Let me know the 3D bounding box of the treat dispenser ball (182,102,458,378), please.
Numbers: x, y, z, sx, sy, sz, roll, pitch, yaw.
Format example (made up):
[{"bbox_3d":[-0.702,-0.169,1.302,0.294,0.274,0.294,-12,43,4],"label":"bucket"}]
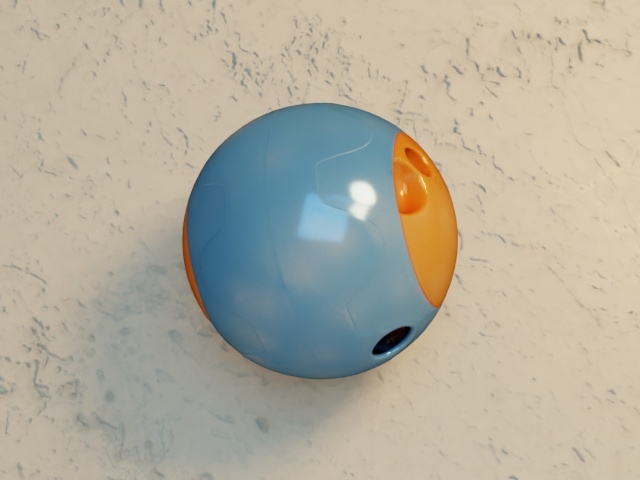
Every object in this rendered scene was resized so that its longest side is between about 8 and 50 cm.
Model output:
[{"bbox_3d":[0.000,0.000,1.217,0.288,0.288,0.288,0,75,2],"label":"treat dispenser ball"}]
